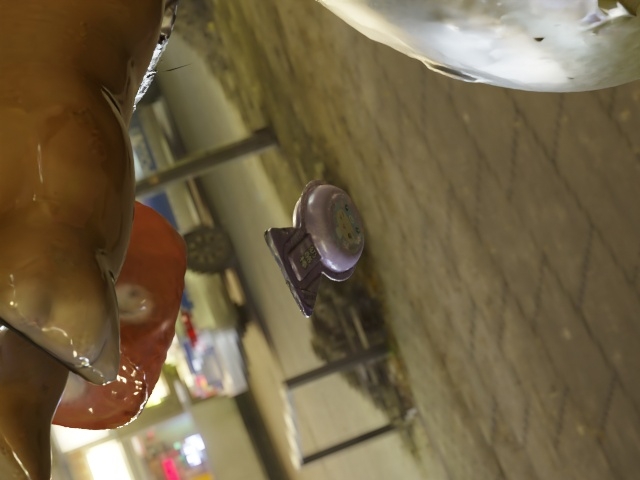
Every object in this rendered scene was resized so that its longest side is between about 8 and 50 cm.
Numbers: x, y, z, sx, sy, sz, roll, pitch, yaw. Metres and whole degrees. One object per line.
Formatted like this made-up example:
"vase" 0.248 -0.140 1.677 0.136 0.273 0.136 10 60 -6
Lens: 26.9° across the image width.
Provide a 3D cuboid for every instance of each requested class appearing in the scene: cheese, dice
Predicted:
"cheese" 0.000 0.000 1.329 0.105 0.042 0.191 64 -151 -14
"dice" -0.227 0.063 1.266 0.175 0.174 0.179 120 166 -46

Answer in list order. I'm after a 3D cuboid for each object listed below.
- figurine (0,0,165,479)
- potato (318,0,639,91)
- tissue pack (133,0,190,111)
"figurine" -0.151 -0.043 0.450 0.177 0.173 0.247 124 156 -48
"potato" 0.043 -0.184 0.514 0.270 0.359 0.219 28 100 44
"tissue pack" -0.241 -0.198 0.695 0.210 0.370 0.198 145 135 -71
